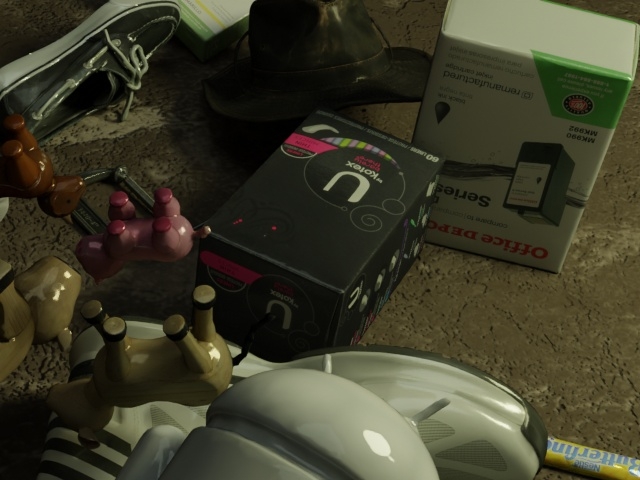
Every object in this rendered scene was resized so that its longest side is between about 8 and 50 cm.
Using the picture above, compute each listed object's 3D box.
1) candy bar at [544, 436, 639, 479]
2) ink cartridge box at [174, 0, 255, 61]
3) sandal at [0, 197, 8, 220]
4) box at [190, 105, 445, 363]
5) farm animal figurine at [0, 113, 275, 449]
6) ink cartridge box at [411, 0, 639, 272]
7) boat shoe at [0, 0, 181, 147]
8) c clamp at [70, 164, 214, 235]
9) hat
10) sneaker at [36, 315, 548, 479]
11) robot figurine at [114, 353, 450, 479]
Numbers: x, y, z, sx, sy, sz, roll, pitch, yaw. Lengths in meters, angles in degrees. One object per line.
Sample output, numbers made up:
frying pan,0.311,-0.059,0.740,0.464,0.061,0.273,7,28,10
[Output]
candy bar,0.253,0.214,1.358,0.161,0.018,0.040,14,40,4
ink cartridge box,-0.125,-0.363,1.862,0.235,0.056,0.171,-37,72,-25
sandal,-0.465,-0.053,1.437,0.265,0.102,0.076,-5,45,-17
box,0.000,0.000,1.453,0.165,0.143,0.270,23,41,14
farm animal figurine,-0.254,0.073,1.151,0.327,0.172,0.330,-33,55,-20
ink cartridge box,0.213,-0.121,1.538,0.211,0.289,0.121,14,42,3
boat shoe,-0.266,-0.206,1.663,0.105,0.113,0.306,38,49,20
c clamp,-0.212,-0.038,1.548,0.160,0.022,0.137,37,51,26
hat,-0.002,-0.250,1.684,0.331,0.134,0.331,-4,21,1
sneaker,-0.033,0.226,1.195,0.447,0.169,0.257,7,48,7
robot figurine,-0.042,0.239,0.991,0.300,0.200,0.353,22,66,28
